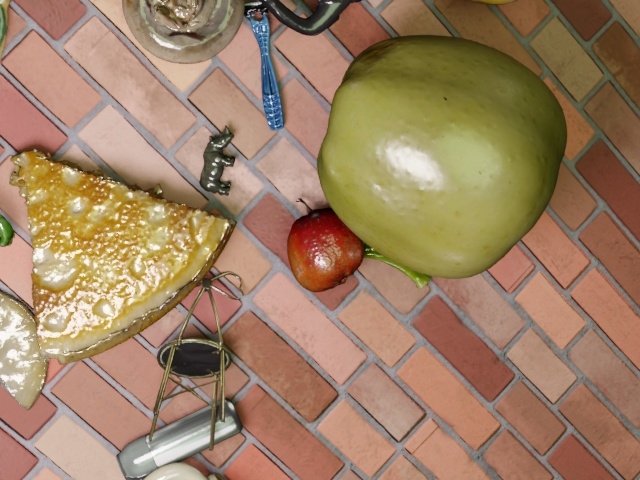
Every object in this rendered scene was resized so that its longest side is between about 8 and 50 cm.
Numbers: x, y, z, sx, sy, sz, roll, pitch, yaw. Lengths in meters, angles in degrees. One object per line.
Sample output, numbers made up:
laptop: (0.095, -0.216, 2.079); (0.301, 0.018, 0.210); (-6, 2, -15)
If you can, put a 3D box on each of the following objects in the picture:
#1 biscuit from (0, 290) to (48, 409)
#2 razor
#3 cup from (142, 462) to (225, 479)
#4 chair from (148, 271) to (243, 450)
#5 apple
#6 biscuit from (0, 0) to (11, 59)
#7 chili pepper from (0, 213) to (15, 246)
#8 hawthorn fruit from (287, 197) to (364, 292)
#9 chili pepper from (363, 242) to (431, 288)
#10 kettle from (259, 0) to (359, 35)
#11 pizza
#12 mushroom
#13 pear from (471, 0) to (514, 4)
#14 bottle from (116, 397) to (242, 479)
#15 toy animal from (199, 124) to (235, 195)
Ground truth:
biscuit: (-0.608, 0.182, 1.796); (0.141, 0.038, 0.290); (-40, 105, -6)
razor: (-0.105, -0.343, 1.851); (0.081, 0.042, 0.253); (-8, 102, 9)
cup: (-0.252, 0.568, 1.846); (0.202, 0.173, 0.255); (-40, 139, -7)
chair: (-0.245, 0.227, 1.849); (0.159, 0.170, 0.326); (8, 52, -11)
apple: (0.214, -0.163, 1.751); (0.473, 0.473, 0.474); (-2, 98, -14)
biscuit: (-0.711, -0.385, 1.683); (0.287, 0.057, 0.344); (19, 92, -16)
chili pepper: (-0.658, -0.089, 1.686); (0.261, 0.174, 0.165); (25, 66, -15)
hawthorn fruit: (0.000, 0.000, 1.877); (0.156, 0.157, 0.194); (-24, 83, -10)
chili pepper: (0.143, 0.039, 1.966); (0.201, 0.050, 0.052); (27, 54, -14)
kettle: (0.005, -0.548, 1.767); (0.271, 0.207, 0.251); (40, 57, -25)
pizza: (-0.420, -0.018, 1.782); (0.439, 0.130, 0.406); (-37, 91, -9)
mushroom: (-0.250, -0.441, 1.731); (0.226, 0.178, 0.227); (0, 88, -11)
pear: (0.345, -0.612, 1.801); (0.314, 0.314, 0.315); (-2, 98, -14)
bottle: (-0.279, 0.406, 1.883); (0.253, 0.096, 0.080); (-23, 146, -11)
toy animal: (-0.199, -0.159, 1.850); (0.065, 0.047, 0.136); (11, 100, -7)
